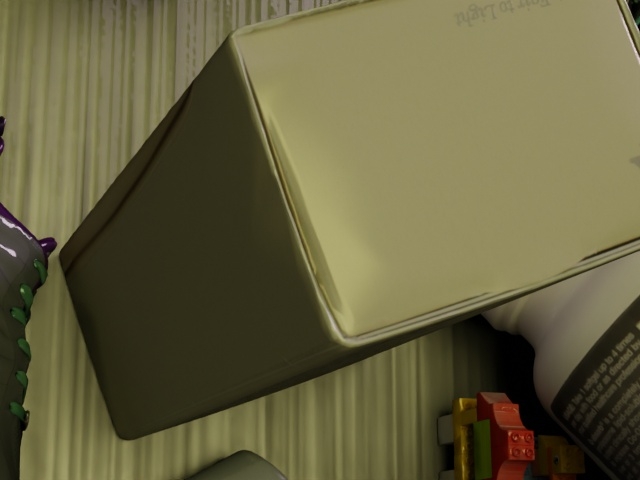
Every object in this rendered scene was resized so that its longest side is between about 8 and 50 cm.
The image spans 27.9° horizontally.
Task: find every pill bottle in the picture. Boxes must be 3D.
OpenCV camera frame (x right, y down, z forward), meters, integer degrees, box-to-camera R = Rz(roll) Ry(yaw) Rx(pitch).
[{"bbox_3d":[0.215,0.075,0.679,0.162,0.162,0.278,-34,68,-26],"label":"pill bottle"}]

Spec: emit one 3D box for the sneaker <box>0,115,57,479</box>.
[{"bbox_3d":[-0.158,0.043,0.618,0.098,0.083,0.224,-16,82,-30],"label":"sneaker"}]

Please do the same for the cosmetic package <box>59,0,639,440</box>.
[{"bbox_3d":[0.000,0.000,0.565,0.160,0.309,0.113,-17,82,-26],"label":"cosmetic package"}]

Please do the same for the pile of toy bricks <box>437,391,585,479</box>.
[{"bbox_3d":[0.128,0.188,0.681,0.118,0.105,0.212,5,74,-21],"label":"pile of toy bricks"}]

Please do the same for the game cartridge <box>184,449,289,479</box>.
[{"bbox_3d":[-0.030,0.265,0.627,0.198,0.062,0.297,-26,87,-22],"label":"game cartridge"}]

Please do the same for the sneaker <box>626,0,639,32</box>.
[{"bbox_3d":[0.179,-0.160,0.790,0.101,0.106,0.267,-14,75,-23],"label":"sneaker"}]
